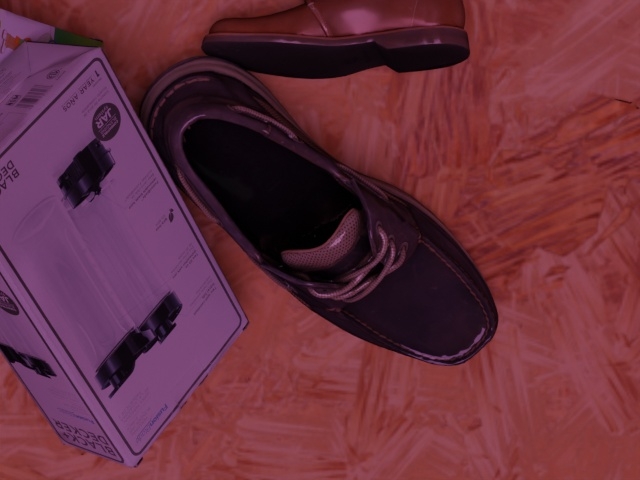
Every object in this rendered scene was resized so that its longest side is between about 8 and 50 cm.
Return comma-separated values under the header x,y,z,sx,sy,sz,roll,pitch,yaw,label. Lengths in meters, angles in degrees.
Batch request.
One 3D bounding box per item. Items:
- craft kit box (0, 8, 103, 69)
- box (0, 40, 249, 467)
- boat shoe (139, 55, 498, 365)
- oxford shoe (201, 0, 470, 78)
x,y,z,sx,sy,sz,roll,pitch,yaw,label
-0.286,-0.059,1.154,0.246,0.061,0.250,15,86,-49,craft kit box
-0.182,0.014,1.187,0.087,0.169,0.290,9,140,38,box
0.000,0.000,1.250,0.355,0.130,0.132,35,104,-18,boat shoe
0.010,-0.174,1.247,0.212,0.076,0.076,-3,76,3,oxford shoe
